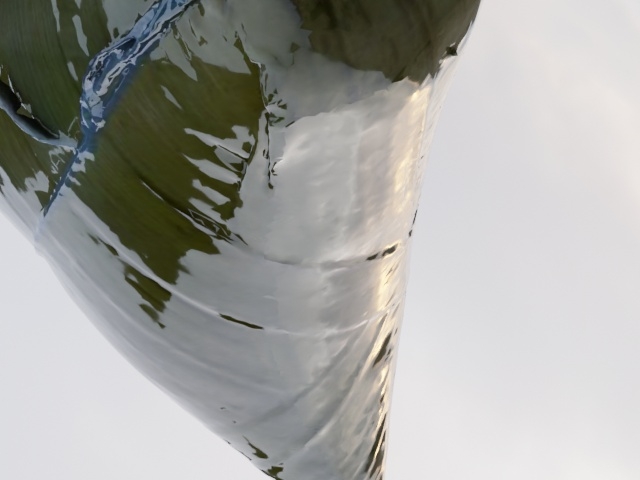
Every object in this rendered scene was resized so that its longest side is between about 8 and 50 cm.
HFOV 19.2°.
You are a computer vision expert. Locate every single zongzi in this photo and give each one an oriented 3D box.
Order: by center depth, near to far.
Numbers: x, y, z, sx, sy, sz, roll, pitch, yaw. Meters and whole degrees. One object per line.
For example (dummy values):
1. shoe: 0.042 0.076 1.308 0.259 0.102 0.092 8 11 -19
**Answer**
1. zongzi: 0.000 0.000 0.512 0.256 0.115 0.228 58 153 -14
